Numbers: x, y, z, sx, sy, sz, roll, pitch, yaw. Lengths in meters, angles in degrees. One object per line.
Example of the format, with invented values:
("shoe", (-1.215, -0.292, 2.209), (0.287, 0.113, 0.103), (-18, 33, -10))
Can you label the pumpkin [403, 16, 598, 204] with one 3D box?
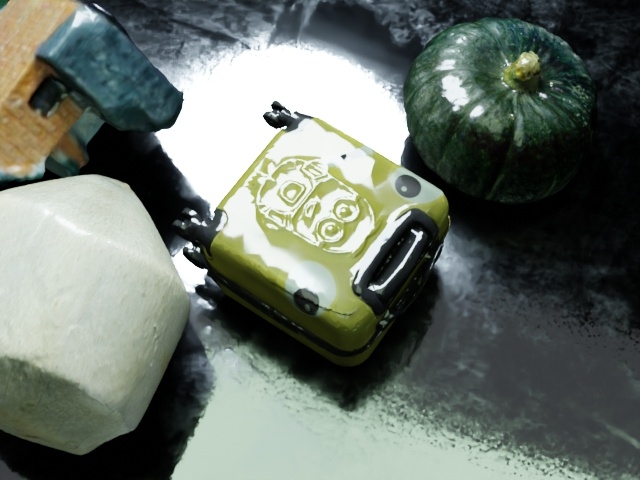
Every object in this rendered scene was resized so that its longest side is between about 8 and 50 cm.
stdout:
("pumpkin", (0.191, -0.139, 1.282), (0.212, 0.152, 0.211), (1, 68, -3))

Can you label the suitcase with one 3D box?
("suitcase", (0.000, 0.000, 1.230), (0.235, 0.143, 0.194), (32, 70, 16))

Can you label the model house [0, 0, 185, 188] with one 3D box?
("model house", (-0.318, -0.107, 1.243), (0.253, 0.184, 0.291), (25, 71, 47))

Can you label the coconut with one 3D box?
("coconut", (-0.244, 0.058, 1.161), (0.237, 0.237, 0.266), (14, 72, 8))
